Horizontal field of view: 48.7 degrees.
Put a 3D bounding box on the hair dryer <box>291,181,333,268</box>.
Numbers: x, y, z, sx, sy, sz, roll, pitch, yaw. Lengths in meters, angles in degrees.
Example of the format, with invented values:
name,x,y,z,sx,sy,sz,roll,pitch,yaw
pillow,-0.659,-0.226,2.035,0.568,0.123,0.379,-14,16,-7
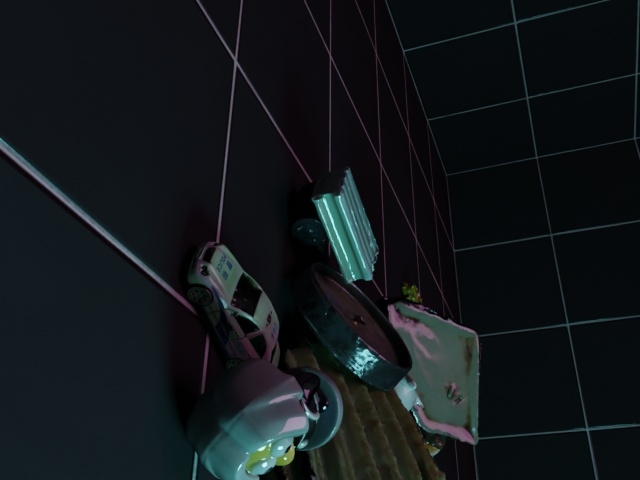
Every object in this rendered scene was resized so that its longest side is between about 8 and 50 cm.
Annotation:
name,x,y,z,sx,sy,sz,roll,pitch,yaw
hair dryer,0.000,0.000,1.436,0.124,0.071,0.219,-77,159,-49

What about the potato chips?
name,x,y,z,sx,sy,sz,roll,pitch,yaw
potato chips,0.054,0.314,1.146,0.358,0.070,0.429,20,31,-32

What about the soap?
name,x,y,z,sx,sy,sz,roll,pitch,yaw
soap,0.050,-0.029,1.349,0.114,0.063,0.198,-70,144,-57

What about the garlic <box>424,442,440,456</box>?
name,x,y,z,sx,sy,sz,roll,pitch,yaw
garlic,0.209,0.429,1.728,0.217,0.110,0.228,44,31,-5

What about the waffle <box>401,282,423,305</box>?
name,x,y,z,sx,sy,sz,roll,pitch,yaw
waffle,0.303,0.293,2.223,0.293,0.069,0.259,-71,146,-55

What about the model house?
name,x,y,z,sx,sy,sz,roll,pitch,yaw
model house,0.184,0.287,1.604,0.282,0.317,0.297,-3,-112,67

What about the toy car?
name,x,y,z,sx,sy,sz,roll,pitch,yaw
toy car,-0.112,0.102,0.990,0.090,0.076,0.224,-74,150,-52

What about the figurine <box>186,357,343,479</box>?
name,x,y,z,sx,sy,sz,roll,pitch,yaw
figurine,-0.074,0.234,0.908,0.133,0.176,0.236,42,8,20

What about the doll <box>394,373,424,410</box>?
name,x,y,z,sx,sy,sz,roll,pitch,yaw
doll,0.102,0.304,1.399,0.110,0.181,0.107,67,7,-51

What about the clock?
name,x,y,z,sx,sy,sz,roll,pitch,yaw
clock,0.059,0.152,1.308,0.280,0.055,0.280,43,13,-12
